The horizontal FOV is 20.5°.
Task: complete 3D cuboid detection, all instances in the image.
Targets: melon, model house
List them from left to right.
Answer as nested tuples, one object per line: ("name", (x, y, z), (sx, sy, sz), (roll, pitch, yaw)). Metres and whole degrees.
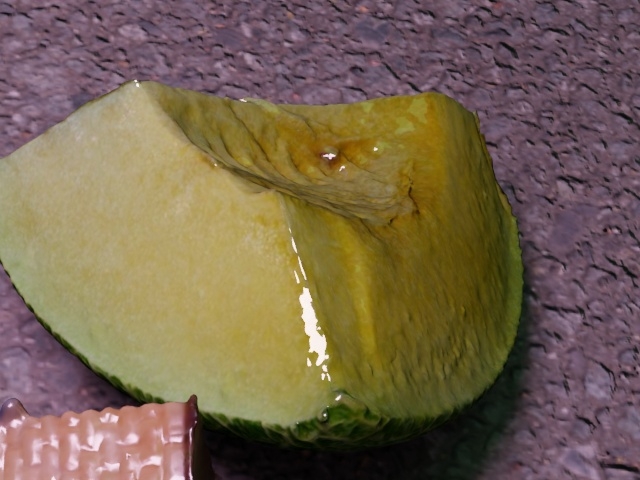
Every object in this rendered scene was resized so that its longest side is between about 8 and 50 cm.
("model house", (-0.141, 0.194, 0.949), (0.172, 0.166, 0.183), (-3, 62, 0))
("melon", (0.000, 0.000, 1.131), (0.331, 0.226, 0.343), (20, 6, 36))
